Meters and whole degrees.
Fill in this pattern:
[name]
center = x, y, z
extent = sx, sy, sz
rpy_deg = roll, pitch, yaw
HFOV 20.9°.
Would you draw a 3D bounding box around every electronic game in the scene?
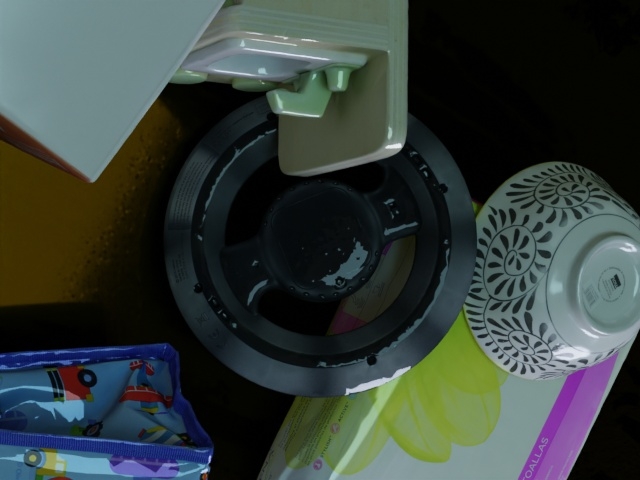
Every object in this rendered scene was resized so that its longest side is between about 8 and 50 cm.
[electronic game]
center = 0.000, 0.000, 1.265
extent = 0.229, 0.048, 0.229
rpy_deg = 0, 85, -2

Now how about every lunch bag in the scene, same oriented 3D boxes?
[lunch bag]
center = -0.241, 0.195, 1.169
extent = 0.293, 0.138, 0.221
rpy_deg = 2, 118, -20

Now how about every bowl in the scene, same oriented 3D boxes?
[bowl]
center = 0.196, 0.028, 1.297
extent = 0.170, 0.080, 0.170
rpy_deg = -4, 98, -31

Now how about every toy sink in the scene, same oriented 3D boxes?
[toy sink]
center = -0.036, -0.169, 1.161
extent = 0.131, 0.153, 0.234
rpy_deg = 4, 84, -29

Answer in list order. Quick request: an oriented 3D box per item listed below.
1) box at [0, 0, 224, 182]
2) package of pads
[box]
center = -0.251, -0.211, 1.032
extent = 0.345, 0.215, 0.168
rpy_deg = 38, 83, -29
[package of pads]
center = 0.101, 0.124, 1.366
extent = 0.229, 0.101, 0.296
rpy_deg = 26, 88, -31
